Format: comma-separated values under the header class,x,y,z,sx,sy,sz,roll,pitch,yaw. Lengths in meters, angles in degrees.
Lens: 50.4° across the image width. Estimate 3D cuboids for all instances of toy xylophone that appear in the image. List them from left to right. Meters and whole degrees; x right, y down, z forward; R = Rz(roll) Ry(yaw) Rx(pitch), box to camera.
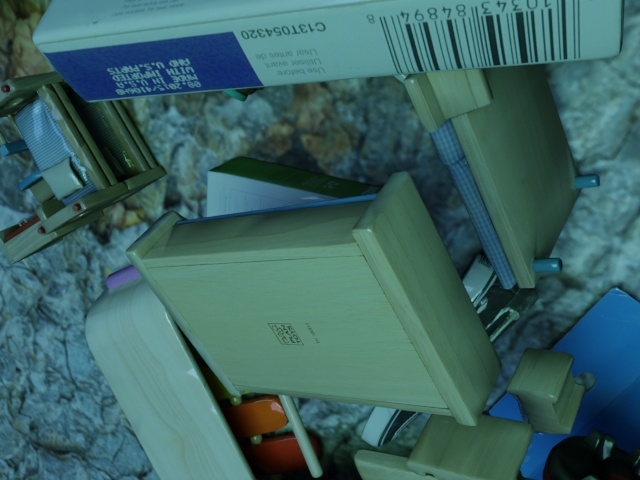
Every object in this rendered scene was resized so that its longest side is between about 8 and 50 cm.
class,x,y,z,sx,sy,sz,roll,pitch,yaw
toy xylophone,-0.112,0.165,0.716,0.236,0.081,0.323,-12,104,26

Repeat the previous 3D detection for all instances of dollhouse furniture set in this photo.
class,x,y,z,sx,sy,sz,roll,pitch,yaw
dollhouse furniture set,-0.283,-0.066,0.676,0.183,0.129,0.129,-26,98,28
dollhouse furniture set,0.074,-0.004,0.508,0.198,0.303,0.286,-4,126,42

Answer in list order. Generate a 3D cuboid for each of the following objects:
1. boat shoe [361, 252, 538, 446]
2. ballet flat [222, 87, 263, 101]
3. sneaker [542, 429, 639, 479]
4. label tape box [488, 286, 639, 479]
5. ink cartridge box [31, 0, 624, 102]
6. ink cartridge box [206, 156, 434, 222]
class,x,y,z,sx,sy,sz,roll,pitch,yaw
boat shoe,0.110,0.116,0.608,0.070,0.078,0.219,34,117,9
ballet flat,-0.168,-0.253,0.580,0.342,0.116,0.124,33,98,8
sneaker,0.267,0.248,0.454,0.276,0.097,0.135,26,115,19
label tape box,0.303,0.242,0.554,0.347,0.115,0.249,37,118,5
ink cartridge box,0.018,-0.240,0.435,0.324,0.330,0.071,1,149,23
ink cartridge box,0.000,0.000,0.619,0.209,0.062,0.109,13,113,17
